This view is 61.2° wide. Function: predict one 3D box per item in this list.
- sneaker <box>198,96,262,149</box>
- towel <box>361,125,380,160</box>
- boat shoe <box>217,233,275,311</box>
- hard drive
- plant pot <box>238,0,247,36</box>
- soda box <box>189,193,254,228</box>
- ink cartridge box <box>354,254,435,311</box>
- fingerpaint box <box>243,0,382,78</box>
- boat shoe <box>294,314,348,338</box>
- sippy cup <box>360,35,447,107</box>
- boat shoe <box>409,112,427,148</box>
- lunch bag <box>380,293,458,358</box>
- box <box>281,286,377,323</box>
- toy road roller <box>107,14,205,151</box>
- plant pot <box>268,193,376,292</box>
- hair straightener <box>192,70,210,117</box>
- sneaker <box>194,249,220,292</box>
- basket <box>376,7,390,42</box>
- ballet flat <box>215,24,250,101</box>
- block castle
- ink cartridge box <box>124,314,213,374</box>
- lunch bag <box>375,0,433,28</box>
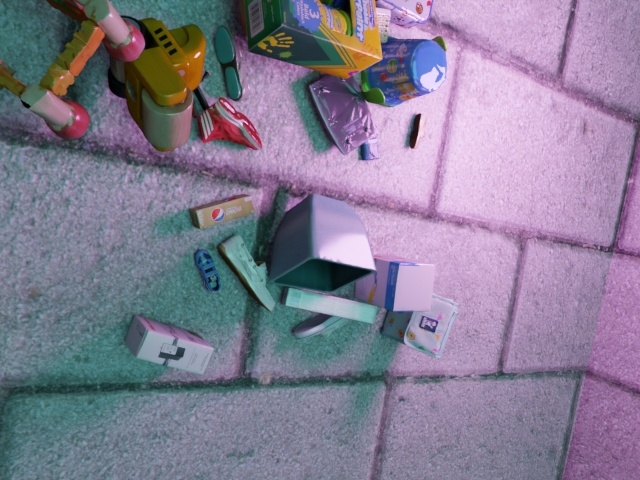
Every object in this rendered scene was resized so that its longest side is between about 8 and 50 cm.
[{"bbox_3d":[-0.276,-0.320,1.596,0.128,0.086,0.221,-28,141,15],"label":"sneaker"},{"bbox_3d":[0.173,-0.339,1.890,0.067,0.029,0.119,-11,105,-29],"label":"towel"},{"bbox_3d":[-0.206,0.102,1.690,0.096,0.098,0.277,-40,116,-19],"label":"boat shoe"},{"bbox_3d":[0.071,-0.427,1.782,0.172,0.054,0.254,-36,110,-19],"label":"hard drive"},{"bbox_3d":[-0.152,-0.637,1.561,0.238,0.110,0.237,11,73,-41],"label":"plant pot"},{"bbox_3d":[-0.294,-0.089,1.620,0.182,0.061,0.058,-19,109,-29],"label":"soda box"},{"bbox_3d":[0.258,0.145,1.912,0.171,0.233,0.168,3,95,-33],"label":"ink cartridge box"},{"bbox_3d":[-0.027,-0.722,1.507,0.371,0.163,0.443,1,80,-42],"label":"fingerpaint box"},{"bbox_3d":[0.014,0.301,1.875,0.226,0.083,0.075,-23,109,-28],"label":"boat shoe"},{"bbox_3d":[0.292,-0.571,1.806,0.240,0.224,0.305,18,90,-33],"label":"sippy cup"},{"bbox_3d":[0.365,-0.398,1.988,0.045,0.050,0.135,13,92,-28],"label":"boat shoe"},{"bbox_3d":[0.376,0.295,1.997,0.160,0.262,0.223,22,88,-33],"label":"lunch bag"},{"bbox_3d":[0.031,0.219,1.825,0.324,0.063,0.067,13,86,-16],"label":"box"},{"bbox_3d":[-0.375,-0.411,1.354,0.241,0.202,0.329,-26,71,-28],"label":"toy road roller"},{"bbox_3d":[0.000,0.000,1.712,0.247,0.248,0.252,14,61,-33],"label":"plant pot"},{"bbox_3d":[-0.360,-0.469,1.526,0.089,0.047,0.230,-28,108,-26],"label":"hair straightener"},{"bbox_3d":[-0.335,0.094,1.630,0.053,0.059,0.144,-25,110,-24],"label":"sneaker"},{"bbox_3d":[0.129,-0.695,1.749,0.167,0.113,0.103,-7,106,-32],"label":"basket"},{"bbox_3d":[-0.254,-0.514,1.575,0.068,0.072,0.213,-35,120,-53],"label":"ballet flat"},{"bbox_3d":[-0.641,-0.456,1.155,0.454,0.213,0.302,33,85,4],"label":"block castle"},{"bbox_3d":[-0.436,0.299,1.550,0.209,0.153,0.086,26,86,-32],"label":"ink cartridge box"},{"bbox_3d":[0.250,-0.867,1.794,0.304,0.115,0.242,15,88,-35],"label":"lunch bag"}]
